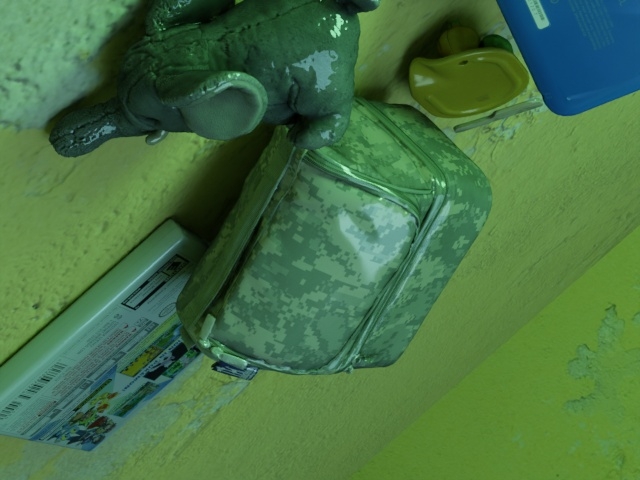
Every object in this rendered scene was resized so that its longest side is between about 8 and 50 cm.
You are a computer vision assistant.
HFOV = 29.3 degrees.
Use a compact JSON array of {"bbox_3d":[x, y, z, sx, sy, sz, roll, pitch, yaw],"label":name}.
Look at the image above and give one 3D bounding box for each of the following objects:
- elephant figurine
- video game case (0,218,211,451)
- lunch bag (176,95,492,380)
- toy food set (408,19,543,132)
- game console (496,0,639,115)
[{"bbox_3d":[-0.095,-0.145,1.048,0.239,0.169,0.186,-7,115,-27],"label":"elephant figurine"},{"bbox_3d":[-0.234,0.127,1.479,0.329,0.036,0.300,-41,157,4],"label":"video game case"},{"bbox_3d":[0.000,0.000,1.351,0.256,0.212,0.305,3,127,-44],"label":"lunch bag"},{"bbox_3d":[0.176,-0.204,1.452,0.128,0.071,0.218,-20,161,18],"label":"toy food set"},{"bbox_3d":[0.296,-0.317,1.244,0.250,0.293,0.173,-21,-152,20],"label":"game console"}]
